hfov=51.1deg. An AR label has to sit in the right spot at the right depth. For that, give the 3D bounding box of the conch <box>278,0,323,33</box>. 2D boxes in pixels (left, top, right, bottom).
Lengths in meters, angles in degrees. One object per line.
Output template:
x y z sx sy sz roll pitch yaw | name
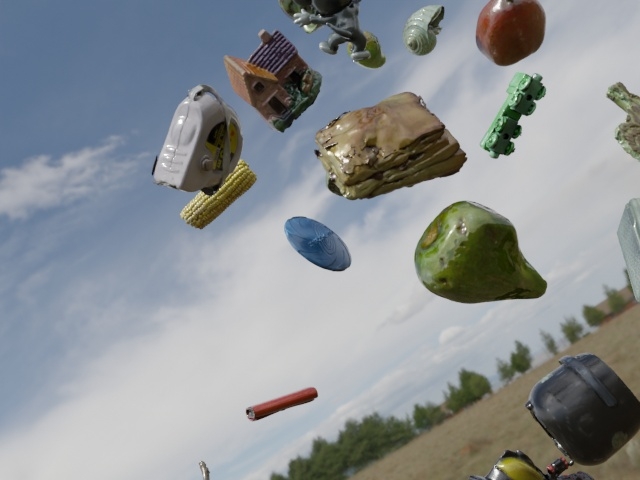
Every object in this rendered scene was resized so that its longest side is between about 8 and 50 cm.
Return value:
-0.042 -0.743 2.085 0.124 0.181 0.187 -38 14 -23 | conch

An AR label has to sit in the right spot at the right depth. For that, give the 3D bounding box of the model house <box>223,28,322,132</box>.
-0.155 -0.508 2.083 0.237 0.202 0.237 -44 -51 8 | model house

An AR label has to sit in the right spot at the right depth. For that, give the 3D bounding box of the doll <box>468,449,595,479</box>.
0.383 0.446 1.201 0.248 0.127 0.088 19 -33 -18 | doll

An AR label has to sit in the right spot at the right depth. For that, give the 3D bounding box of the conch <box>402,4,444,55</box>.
0.290 -0.599 1.891 0.135 0.102 0.153 104 -173 -58 | conch

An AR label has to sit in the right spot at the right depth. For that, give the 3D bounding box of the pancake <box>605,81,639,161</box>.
0.790 -0.238 1.636 0.197 0.377 0.054 7 -36 -20 | pancake

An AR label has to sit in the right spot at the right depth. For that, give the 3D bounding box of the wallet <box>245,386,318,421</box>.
-0.116 0.489 2.003 0.204 0.045 0.142 -14 -11 -19 | wallet

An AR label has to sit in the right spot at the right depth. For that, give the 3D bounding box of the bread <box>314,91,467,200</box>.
0.159 -0.239 1.586 0.324 0.277 0.167 -14 -57 -11 | bread

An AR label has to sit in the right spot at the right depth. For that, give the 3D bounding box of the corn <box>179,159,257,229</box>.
-0.292 -0.131 1.923 0.244 0.093 0.093 -41 -18 0 | corn

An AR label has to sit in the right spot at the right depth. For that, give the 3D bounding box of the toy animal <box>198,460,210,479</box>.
-0.191 0.481 1.082 0.260 0.243 0.087 -73 -7 -62 | toy animal

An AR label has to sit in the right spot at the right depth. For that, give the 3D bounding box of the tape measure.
-0.252 -0.209 1.467 0.197 0.120 0.236 21 -94 -63 | tape measure

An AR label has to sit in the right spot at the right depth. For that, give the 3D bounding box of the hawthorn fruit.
0.523 -0.610 1.860 0.199 0.199 0.251 -34 -28 4 | hawthorn fruit

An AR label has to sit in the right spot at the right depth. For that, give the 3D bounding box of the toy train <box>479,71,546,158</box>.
0.522 -0.345 1.839 0.251 0.085 0.119 -61 18 12 | toy train

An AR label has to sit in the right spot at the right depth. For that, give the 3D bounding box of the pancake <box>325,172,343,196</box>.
0.130 -0.186 1.992 0.253 0.037 0.253 -9 -18 -3 | pancake

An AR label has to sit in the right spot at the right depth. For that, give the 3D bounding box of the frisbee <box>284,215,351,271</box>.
0.000 0.000 2.058 0.242 0.242 0.045 -7 -41 -54 | frisbee

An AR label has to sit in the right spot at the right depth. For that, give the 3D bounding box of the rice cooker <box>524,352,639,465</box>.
0.667 0.427 1.705 0.224 0.267 0.267 -38 -18 3 | rice cooker

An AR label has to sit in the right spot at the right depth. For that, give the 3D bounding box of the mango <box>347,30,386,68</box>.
0.178 -0.714 2.518 0.233 0.111 0.125 1 -52 -54 | mango

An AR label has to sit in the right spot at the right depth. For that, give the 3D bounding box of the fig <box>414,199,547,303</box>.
0.330 0.052 1.318 0.206 0.275 0.206 -56 11 17 | fig

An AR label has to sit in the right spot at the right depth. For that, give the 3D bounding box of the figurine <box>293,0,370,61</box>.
0.025 -0.551 1.607 0.193 0.265 0.140 -18 -4 9 | figurine

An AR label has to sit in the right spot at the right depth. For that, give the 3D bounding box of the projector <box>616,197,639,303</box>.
0.666 0.022 1.220 0.257 0.192 0.099 -66 -17 -56 | projector
